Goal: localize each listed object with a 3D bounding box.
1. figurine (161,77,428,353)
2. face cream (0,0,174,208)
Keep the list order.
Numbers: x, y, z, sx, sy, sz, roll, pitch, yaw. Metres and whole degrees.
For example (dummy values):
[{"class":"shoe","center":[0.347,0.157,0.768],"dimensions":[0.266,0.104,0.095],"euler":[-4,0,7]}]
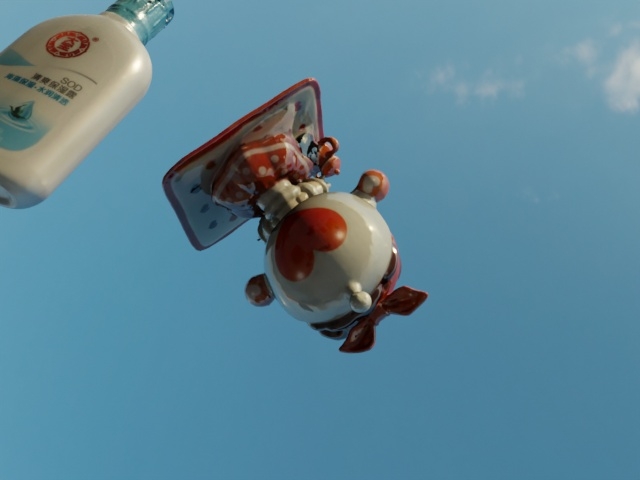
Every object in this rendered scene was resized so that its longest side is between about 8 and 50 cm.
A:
[{"class":"figurine","center":[0.000,0.000,0.600],"dimensions":[0.183,0.160,0.226],"euler":[-37,-114,-15]},{"class":"face cream","center":[-0.281,-0.184,0.715],"dimensions":[0.163,0.080,0.337],"euler":[24,-123,11]}]
